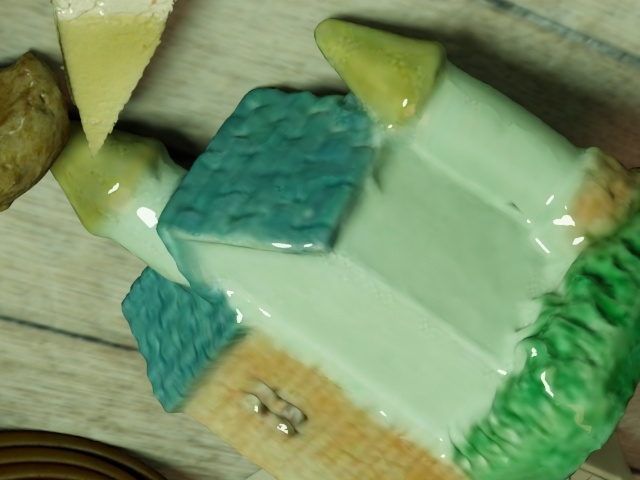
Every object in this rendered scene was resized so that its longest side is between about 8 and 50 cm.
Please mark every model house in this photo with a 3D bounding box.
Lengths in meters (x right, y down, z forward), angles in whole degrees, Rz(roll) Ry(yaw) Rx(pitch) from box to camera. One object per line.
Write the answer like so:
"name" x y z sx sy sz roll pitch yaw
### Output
"model house" 0.000 0.000 0.966 0.325 0.194 0.267 33 145 -6

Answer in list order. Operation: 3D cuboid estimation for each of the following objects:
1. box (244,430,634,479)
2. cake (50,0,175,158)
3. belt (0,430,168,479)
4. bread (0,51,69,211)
"box" 0.036 0.221 1.330 0.353 0.069 0.214 -37 138 27
"cake" -0.103 -0.093 0.859 0.065 0.052 0.121 -10 140 -11
"belt" -0.218 0.242 1.120 0.339 0.217 0.122 -14 155 -49
"bread" -0.182 -0.047 0.880 0.113 0.082 0.060 -4 146 -7
